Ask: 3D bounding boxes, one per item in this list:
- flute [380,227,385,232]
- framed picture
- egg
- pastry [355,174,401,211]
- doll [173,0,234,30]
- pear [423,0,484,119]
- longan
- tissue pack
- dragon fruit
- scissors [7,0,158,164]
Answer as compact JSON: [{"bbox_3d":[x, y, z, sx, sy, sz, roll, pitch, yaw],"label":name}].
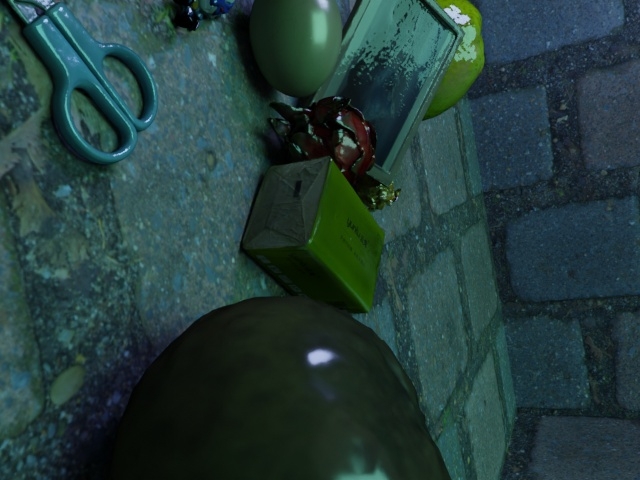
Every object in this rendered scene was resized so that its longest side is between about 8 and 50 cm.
[{"bbox_3d":[0.133,-0.002,1.487,0.233,0.027,0.027,-28,108,-60],"label":"flute"},{"bbox_3d":[0.155,-0.391,1.296,0.326,0.028,0.447,24,92,-38],"label":"framed picture"},{"bbox_3d":[-0.049,-0.409,1.076,0.186,0.185,0.242,3,86,-62],"label":"egg"},{"bbox_3d":[0.150,-0.192,1.486,0.154,0.102,0.250,15,69,-65],"label":"pastry"},{"bbox_3d":[-0.193,-0.429,0.943,0.195,0.070,0.096,-57,163,-47],"label":"doll"},{"bbox_3d":[0.297,-0.536,1.563,0.391,0.390,0.392,24,63,-58],"label":"pear"},{"bbox_3d":[-0.053,0.287,0.674,0.404,0.403,0.436,48,20,-47],"label":"longan"},{"bbox_3d":[0.000,0.000,1.082,0.275,0.167,0.201,50,44,-47],"label":"tissue pack"},{"bbox_3d":[0.007,-0.202,1.126,0.274,0.192,0.193,1,94,-46],"label":"dragon fruit"},{"bbox_3d":[-0.354,-0.296,0.640,0.447,0.029,0.193,59,35,-38],"label":"scissors"}]
